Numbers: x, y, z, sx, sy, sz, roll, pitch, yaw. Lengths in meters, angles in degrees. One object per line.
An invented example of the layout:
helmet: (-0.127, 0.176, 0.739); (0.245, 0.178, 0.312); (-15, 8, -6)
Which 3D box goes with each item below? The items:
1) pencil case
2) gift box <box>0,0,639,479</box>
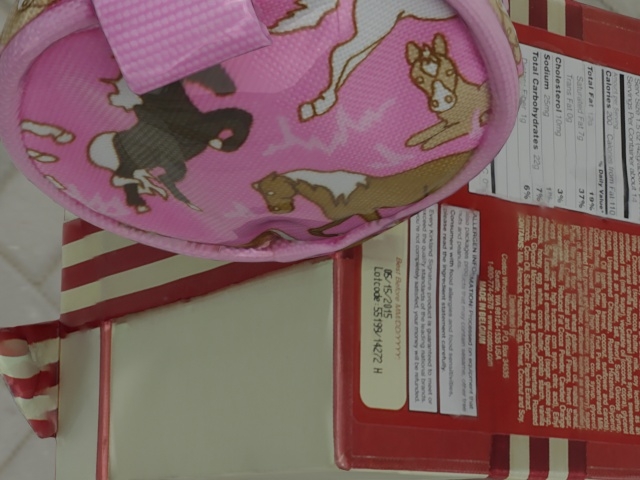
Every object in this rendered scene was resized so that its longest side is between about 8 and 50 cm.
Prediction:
pencil case: (-0.025, -0.181, 0.557); (0.160, 0.167, 0.386); (-37, 46, 43)
gift box: (0.000, 0.000, 0.783); (0.258, 0.276, 0.255); (-15, 67, 53)
